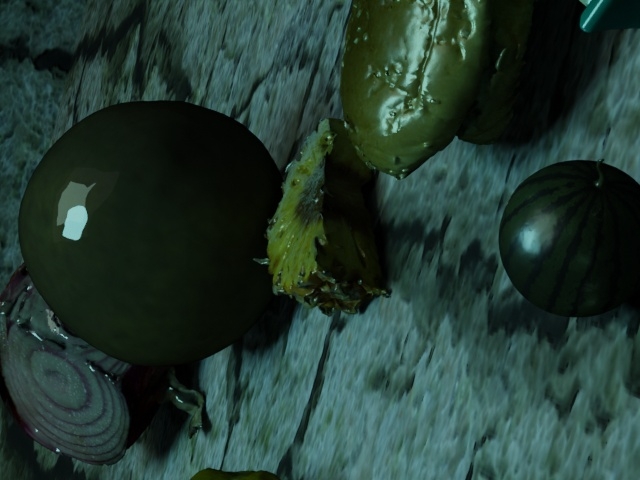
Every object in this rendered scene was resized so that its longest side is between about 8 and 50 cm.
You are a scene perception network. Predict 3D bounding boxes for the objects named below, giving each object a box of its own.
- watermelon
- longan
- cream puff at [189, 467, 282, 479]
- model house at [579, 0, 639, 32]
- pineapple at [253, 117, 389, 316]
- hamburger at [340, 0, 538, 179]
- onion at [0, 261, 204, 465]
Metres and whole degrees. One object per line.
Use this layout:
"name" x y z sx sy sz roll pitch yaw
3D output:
"watermelon" 0.173 -0.009 1.057 0.133 0.105 0.105 102 168 -52
"longan" -0.170 -0.011 1.682 0.297 0.297 0.297 -166 90 -69
"cream puff" -0.101 0.329 1.439 0.282 0.185 0.281 -52 28 43
"model house" 0.213 -0.203 1.068 0.127 0.149 0.100 -33 -21 -47
"pineapple" -0.001 -0.001 1.550 0.135 0.079 0.233 -49 27 35
"hamburger" 0.093 -0.192 1.271 0.265 0.134 0.284 -83 2 -71
"onion" -0.263 0.119 1.953 0.256 0.272 0.230 -41 13 46
